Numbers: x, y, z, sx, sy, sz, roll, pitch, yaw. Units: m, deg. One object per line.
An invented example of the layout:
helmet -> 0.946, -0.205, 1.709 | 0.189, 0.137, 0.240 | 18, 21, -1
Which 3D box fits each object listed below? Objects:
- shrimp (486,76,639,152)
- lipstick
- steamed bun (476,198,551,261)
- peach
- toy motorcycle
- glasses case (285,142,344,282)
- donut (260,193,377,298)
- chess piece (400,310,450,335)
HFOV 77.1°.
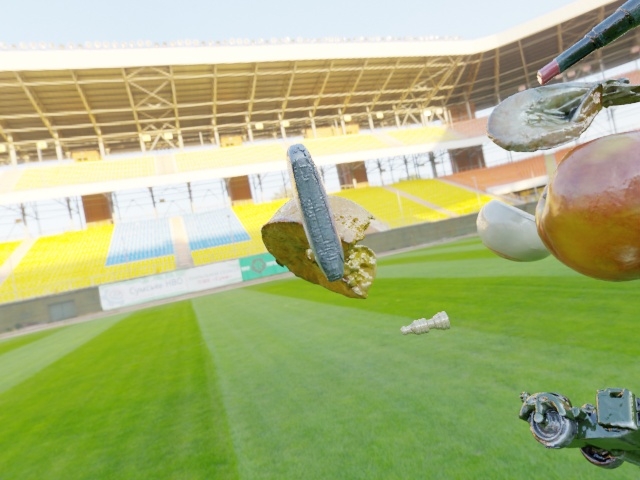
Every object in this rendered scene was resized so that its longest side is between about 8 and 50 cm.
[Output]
shrimp -> 0.515, -0.263, 0.840 | 0.317, 0.168, 0.077 | -9, -29, 18
lipstick -> 0.543, -0.395, 0.790 | 0.053, 0.053, 0.234 | -10, -19, -49
steamed bun -> 0.565, -0.016, 1.175 | 0.231, 0.145, 0.232 | 22, 17, -7
peach -> 0.537, -0.055, 0.705 | 0.281, 0.281, 0.238 | -12, -7, 22
toy motorcycle -> 0.480, 0.289, 0.652 | 0.205, 0.127, 0.275 | 27, -41, -16
glasses case -> -0.009, -0.053, 0.796 | 0.067, 0.282, 0.109 | -16, 10, 0
donut -> 0.000, 0.000, 1.286 | 0.377, 0.163, 0.435 | 20, -26, 18
chess piece -> 0.201, 0.166, 0.780 | 0.092, 0.035, 0.035 | -15, -1, 2
